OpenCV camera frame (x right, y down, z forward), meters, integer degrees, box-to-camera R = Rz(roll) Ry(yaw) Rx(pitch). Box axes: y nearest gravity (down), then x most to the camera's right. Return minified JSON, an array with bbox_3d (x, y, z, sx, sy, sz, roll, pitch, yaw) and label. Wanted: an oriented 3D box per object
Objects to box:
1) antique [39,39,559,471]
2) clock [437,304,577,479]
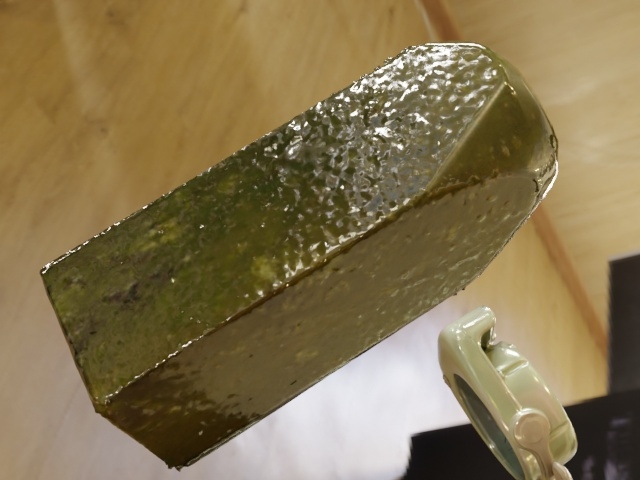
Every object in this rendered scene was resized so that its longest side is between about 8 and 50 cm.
[{"bbox_3d":[0.000,0.000,0.464,0.080,0.221,0.081,58,-1,35],"label":"antique"},{"bbox_3d":[0.184,0.163,1.020,0.191,0.062,0.151,56,-8,21],"label":"clock"}]
